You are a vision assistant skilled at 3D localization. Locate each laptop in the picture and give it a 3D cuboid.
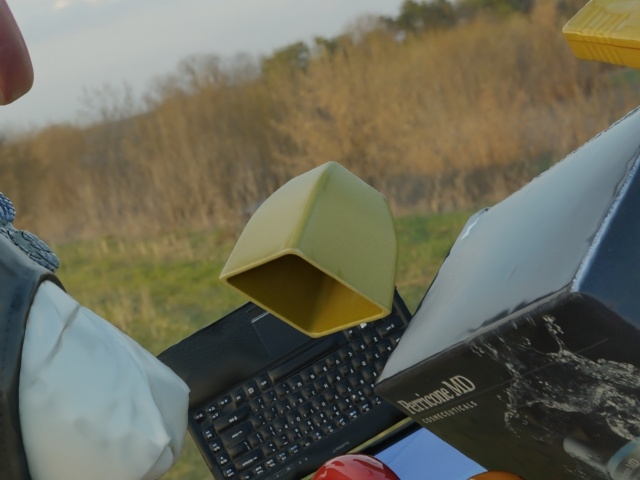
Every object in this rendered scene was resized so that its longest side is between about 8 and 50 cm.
[{"bbox_3d":[-0.002,0.155,1.114,0.234,0.264,0.136,-30,-11,2],"label":"laptop"}]

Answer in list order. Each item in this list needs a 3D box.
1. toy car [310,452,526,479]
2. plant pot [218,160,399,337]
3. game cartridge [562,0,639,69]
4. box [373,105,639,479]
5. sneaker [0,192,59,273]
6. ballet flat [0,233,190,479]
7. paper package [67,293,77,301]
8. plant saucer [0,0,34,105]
[{"bbox_3d":[0.014,0.141,0.400,0.182,0.136,0.159,-34,5,-27],"label":"toy car"},{"bbox_3d":[0.000,0.000,0.807,0.081,0.081,0.083,-22,43,49],"label":"plant pot"},{"bbox_3d":[0.410,-0.246,1.126,0.285,0.052,0.324,-44,32,-14],"label":"game cartridge"},{"bbox_3d":[0.127,0.046,0.443,0.093,0.158,0.156,-57,6,-25],"label":"box"},{"bbox_3d":[-0.216,0.004,0.800,0.052,0.058,0.135,22,14,-44],"label":"sneaker"},{"bbox_3d":[-0.090,0.094,0.479,0.096,0.280,0.095,-8,30,5],"label":"ballet flat"},{"bbox_3d":[-0.472,0.059,1.328,0.325,0.168,0.309,9,-18,22],"label":"paper package"},{"bbox_3d":[-0.345,-0.226,0.956,0.084,0.332,0.332,-39,13,-15],"label":"plant saucer"}]
